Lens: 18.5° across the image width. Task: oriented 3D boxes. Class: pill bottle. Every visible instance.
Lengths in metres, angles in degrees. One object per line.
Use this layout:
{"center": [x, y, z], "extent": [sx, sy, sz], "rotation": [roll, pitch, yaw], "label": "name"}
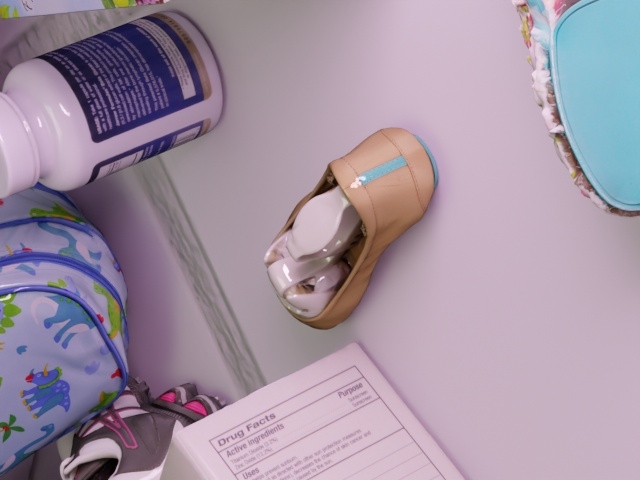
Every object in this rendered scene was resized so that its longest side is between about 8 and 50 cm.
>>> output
{"center": [-0.160, -0.090, 1.352], "extent": [0.094, 0.169, 0.094], "rotation": [35, 138, 39], "label": "pill bottle"}

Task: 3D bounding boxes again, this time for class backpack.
{"center": [-0.327, 0.085, 1.562], "extent": [0.273, 0.355, 0.290], "rotation": [31, 152, 40], "label": "backpack"}

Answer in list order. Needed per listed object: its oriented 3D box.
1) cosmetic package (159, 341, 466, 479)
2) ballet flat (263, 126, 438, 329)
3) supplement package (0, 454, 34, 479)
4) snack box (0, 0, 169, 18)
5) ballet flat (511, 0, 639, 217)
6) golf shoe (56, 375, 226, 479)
{"center": [0.042, 0.237, 1.290], "extent": [0.309, 0.160, 0.113], "rotation": [51, 147, 23], "label": "cosmetic package"}
{"center": [0.000, 0.000, 1.267], "extent": [0.080, 0.073, 0.232], "rotation": [56, 149, 15], "label": "ballet flat"}
{"center": [-0.406, 0.214, 1.940], "extent": [0.175, 0.177, 0.293], "rotation": [52, 147, 21], "label": "supplement package"}
{"center": [-0.078, -0.186, 1.154], "extent": [0.207, 0.174, 0.070], "rotation": [7, 114, 56], "label": "snack box"}
{"center": [0.132, -0.132, 0.983], "extent": [0.077, 0.091, 0.241], "rotation": [-114, 9, -81], "label": "ballet flat"}
{"center": [-0.173, 0.173, 1.615], "extent": [0.273, 0.120, 0.105], "rotation": [-9, 105, 60], "label": "golf shoe"}
